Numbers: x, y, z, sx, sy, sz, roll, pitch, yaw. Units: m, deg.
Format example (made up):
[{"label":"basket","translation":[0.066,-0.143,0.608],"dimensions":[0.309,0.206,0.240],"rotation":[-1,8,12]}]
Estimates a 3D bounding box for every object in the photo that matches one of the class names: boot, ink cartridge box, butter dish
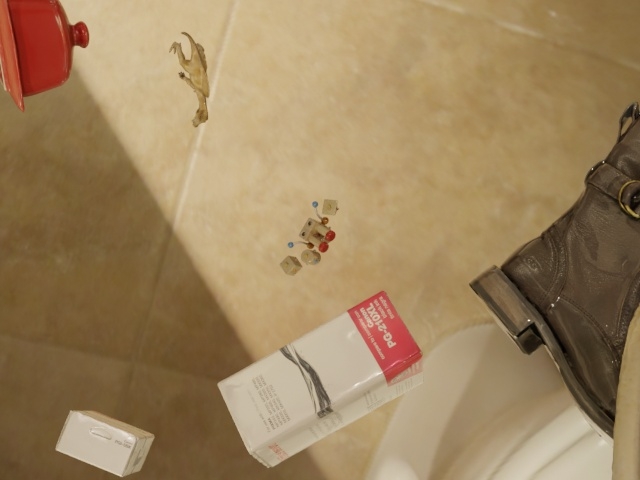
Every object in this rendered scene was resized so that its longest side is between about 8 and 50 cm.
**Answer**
[{"label":"boot","translation":[0.270,0.038,0.766],"dimensions":[0.229,0.091,0.263],"rotation":[-41,70,1]},{"label":"ink cartridge box","translation":[0.005,0.180,1.233],"dimensions":[0.237,0.172,0.100],"rotation":[-29,70,-4]},{"label":"butter dish","translation":[-0.353,-0.256,1.234],"dimensions":[0.118,0.160,0.160],"rotation":[-10,112,-19]},{"label":"ink cartridge box","translation":[-0.286,0.270,1.305],"dimensions":[0.099,0.135,0.056],"rotation":[21,80,3]}]

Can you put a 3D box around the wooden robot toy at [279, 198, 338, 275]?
[{"label":"wooden robot toy","translation":[0.000,0.000,1.870],"dimensions":[0.079,0.076,0.173],"rotation":[17,106,-56]}]

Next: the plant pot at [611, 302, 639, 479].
[{"label":"plant pot","translation":[0.344,0.180,0.495],"dimensions":[0.305,0.334,0.334],"rotation":[-7,112,30]}]

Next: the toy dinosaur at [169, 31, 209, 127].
[{"label":"toy dinosaur","translation":[-0.179,-0.252,1.409],"dimensions":[0.053,0.092,0.183],"rotation":[-20,141,-15]}]
